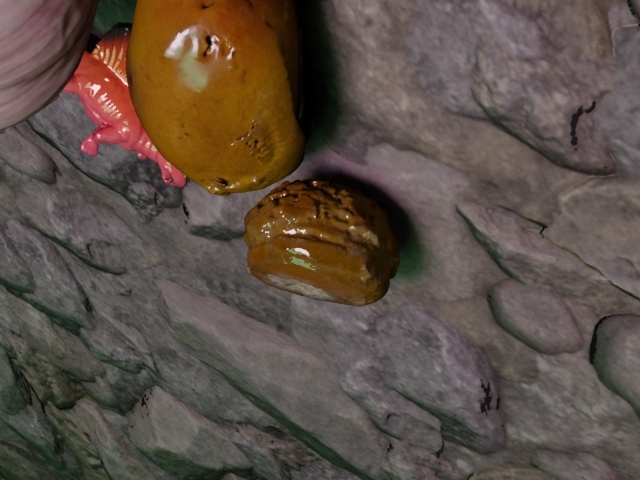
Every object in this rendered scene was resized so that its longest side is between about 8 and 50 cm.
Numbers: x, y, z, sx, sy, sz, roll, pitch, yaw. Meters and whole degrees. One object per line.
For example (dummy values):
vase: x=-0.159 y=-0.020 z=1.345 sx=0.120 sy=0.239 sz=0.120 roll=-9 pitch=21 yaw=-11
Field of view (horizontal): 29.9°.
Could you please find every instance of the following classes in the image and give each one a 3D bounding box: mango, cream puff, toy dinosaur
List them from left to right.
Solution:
toy dinosaur: x=-0.208 y=-0.171 z=1.140 sx=0.139 sy=0.070 sz=0.286 roll=-28 pitch=105 yaw=45
mango: x=-0.084 y=-0.134 z=0.988 sx=0.248 sy=0.151 sz=0.156 roll=84 pitch=160 yaw=-55
cream puff: x=0.001 y=-0.002 z=1.069 sx=0.144 sy=0.103 sz=0.126 roll=11 pitch=163 yaw=15

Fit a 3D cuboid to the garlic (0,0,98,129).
garlic: x=-0.298 y=-0.253 z=0.957 sx=0.317 sy=0.259 sz=0.317 roll=48 pitch=-176 yaw=-4
